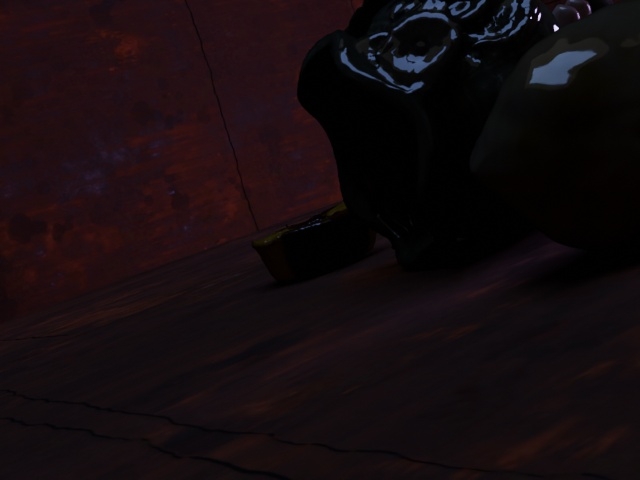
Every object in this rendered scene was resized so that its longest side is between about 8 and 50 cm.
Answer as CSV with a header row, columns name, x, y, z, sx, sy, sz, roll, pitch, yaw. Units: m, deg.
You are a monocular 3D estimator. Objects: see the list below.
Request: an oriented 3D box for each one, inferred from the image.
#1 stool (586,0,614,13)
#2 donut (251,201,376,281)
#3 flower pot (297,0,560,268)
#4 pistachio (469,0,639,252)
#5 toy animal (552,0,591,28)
name,x,y,z,sx,sy,sz,roll,pitch,yaw
stool,0.528,-0.293,1.238,0.310,0.226,0.310,-34,-10,32
donut,0.000,0.000,1.196,0.166,0.073,0.184,-15,6,28
flower pot,0.120,-0.137,0.897,0.213,0.302,0.302,-28,6,-13
pistachio,0.227,-0.094,0.682,0.197,0.166,0.288,-6,20,45
toy animal,0.303,-0.163,1.117,0.326,0.269,0.237,21,25,27
